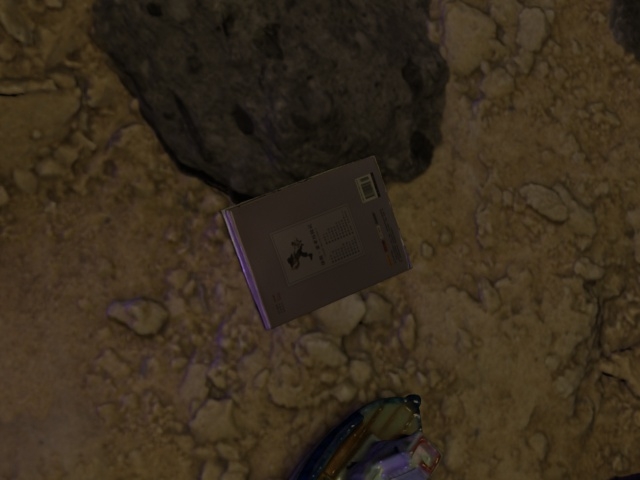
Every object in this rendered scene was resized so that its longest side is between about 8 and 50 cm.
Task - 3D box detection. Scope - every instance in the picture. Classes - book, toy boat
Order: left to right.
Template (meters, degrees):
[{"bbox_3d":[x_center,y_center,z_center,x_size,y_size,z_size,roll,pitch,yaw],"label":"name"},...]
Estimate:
[{"bbox_3d":[0.000,0.000,1.473,0.182,0.014,0.127,-22,96,-29],"label":"book"},{"bbox_3d":[0.035,0.247,1.408,0.114,0.115,0.262,47,66,-17],"label":"toy boat"}]
